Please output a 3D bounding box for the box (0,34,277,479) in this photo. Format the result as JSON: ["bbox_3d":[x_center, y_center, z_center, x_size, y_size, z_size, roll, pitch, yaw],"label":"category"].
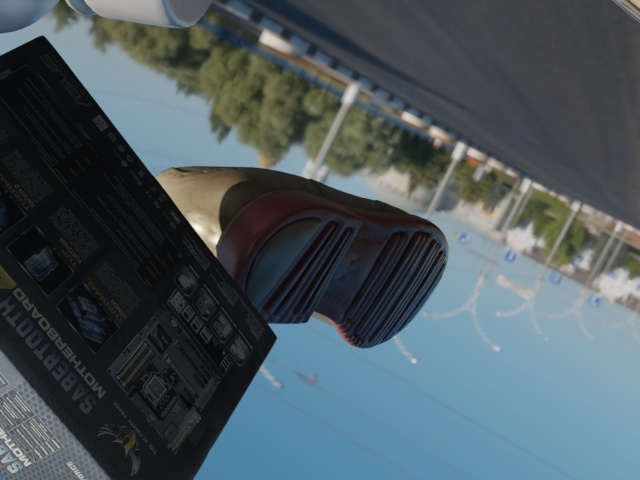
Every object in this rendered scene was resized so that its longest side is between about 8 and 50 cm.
[{"bbox_3d":[-0.136,0.021,0.525,0.232,0.059,0.183,53,-152,-12],"label":"box"}]

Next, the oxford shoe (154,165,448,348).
[{"bbox_3d":[0.000,0.000,0.810,0.130,0.123,0.348,35,-175,29],"label":"oxford shoe"}]

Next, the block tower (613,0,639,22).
[{"bbox_3d":[0.122,-0.140,0.376,0.091,0.097,0.335,25,-155,-33],"label":"block tower"}]

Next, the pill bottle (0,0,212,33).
[{"bbox_3d":[-0.154,-0.150,0.384,0.229,0.131,0.131,11,-174,7],"label":"pill bottle"}]
